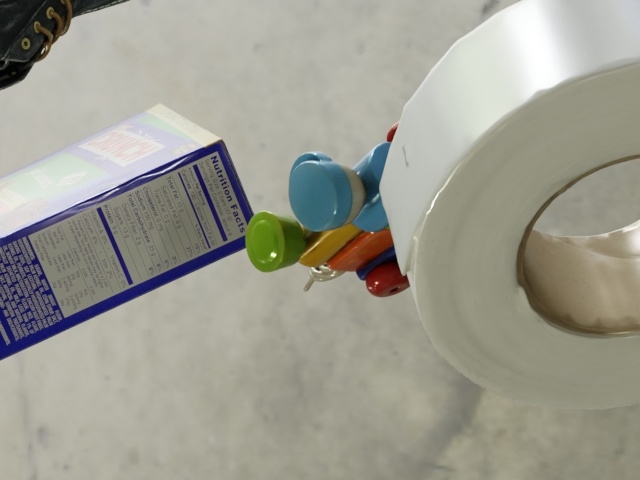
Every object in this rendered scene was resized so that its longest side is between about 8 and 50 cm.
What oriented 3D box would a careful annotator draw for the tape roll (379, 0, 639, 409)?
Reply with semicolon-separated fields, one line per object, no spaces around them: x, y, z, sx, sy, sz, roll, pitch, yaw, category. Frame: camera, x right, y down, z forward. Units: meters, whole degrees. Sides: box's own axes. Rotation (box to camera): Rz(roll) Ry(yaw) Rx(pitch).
0.186;-0.025;1.020;0.286;0.286;0.100;-51;31;29;tape roll

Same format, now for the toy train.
0.000;0.000;1.264;0.248;0.143;0.105;-41;65;46;toy train

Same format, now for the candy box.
-0.250;-0.011;1.625;0.122;0.317;0.268;70;166;-18;candy box

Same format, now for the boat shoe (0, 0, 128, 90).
-0.177;-0.137;0.985;0.083;0.183;0.065;68;153;21;boat shoe
